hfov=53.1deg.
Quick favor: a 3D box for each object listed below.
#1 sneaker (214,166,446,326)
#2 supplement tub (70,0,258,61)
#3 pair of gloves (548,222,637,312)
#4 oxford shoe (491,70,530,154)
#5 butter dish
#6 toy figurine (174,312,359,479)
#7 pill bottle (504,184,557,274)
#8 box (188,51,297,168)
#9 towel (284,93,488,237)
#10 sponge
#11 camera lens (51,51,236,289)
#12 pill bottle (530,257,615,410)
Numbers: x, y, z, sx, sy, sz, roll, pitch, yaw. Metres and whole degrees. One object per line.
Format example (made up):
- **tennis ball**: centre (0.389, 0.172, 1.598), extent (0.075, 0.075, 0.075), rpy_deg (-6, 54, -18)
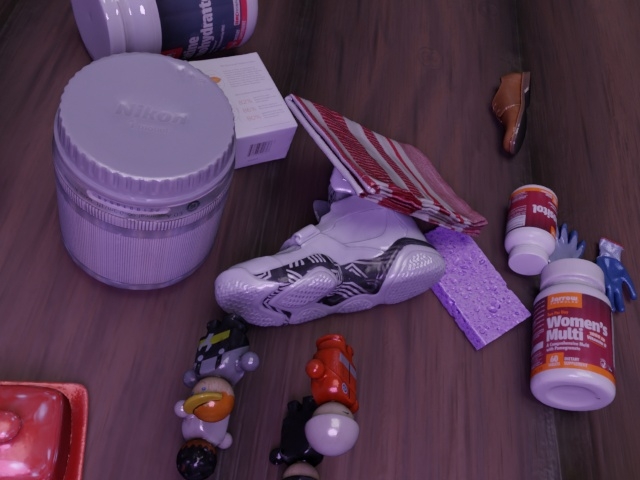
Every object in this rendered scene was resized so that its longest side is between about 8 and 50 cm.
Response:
- **sneaker**: centre (0.000, 0.000, 0.968), extent (0.366, 0.137, 0.210), rpy_deg (-6, 60, -27)
- **supplement tub**: centre (-0.263, -0.404, 1.094), extent (0.272, 0.191, 0.191), rpy_deg (-23, 69, -29)
- **pair of gloves**: centre (0.485, 0.047, 1.167), extent (0.198, 0.023, 0.159), rpy_deg (22, 56, -3)
- **oxford shoe**: centre (0.385, -0.258, 1.310), extent (0.076, 0.076, 0.212), rpy_deg (3, 55, 19)
- **butter dish**: centre (-0.349, 0.221, 0.716), extent (0.160, 0.118, 0.160), rpy_deg (4, 58, -15)
- **toy figurine**: centre (-0.067, 0.209, 0.761), extent (0.210, 0.213, 0.148), rpy_deg (15, 42, -10)
- **pill bottle**: centre (0.371, -0.018, 1.129), extent (0.086, 0.086, 0.152), rpy_deg (21, 55, -5)
- **box**: centre (-0.139, -0.218, 1.080), extent (0.130, 0.091, 0.170), rpy_deg (-16, 66, -26)
- **towel**: centre (0.113, -0.118, 1.012), extent (0.329, 0.037, 0.237), rpy_deg (13, 33, -48)
- **sponge**: centre (0.241, 0.068, 1.065), extent (0.117, 0.031, 0.210), rpy_deg (-24, 69, -29)
- **camera lens**: centre (-0.233, -0.078, 0.847), extent (0.220, 0.274, 0.219), rpy_deg (9, 57, -14)
- **pill bottle**: centre (0.398, 0.145, 1.014), extent (0.121, 0.121, 0.221), rpy_deg (20, 55, -6)
